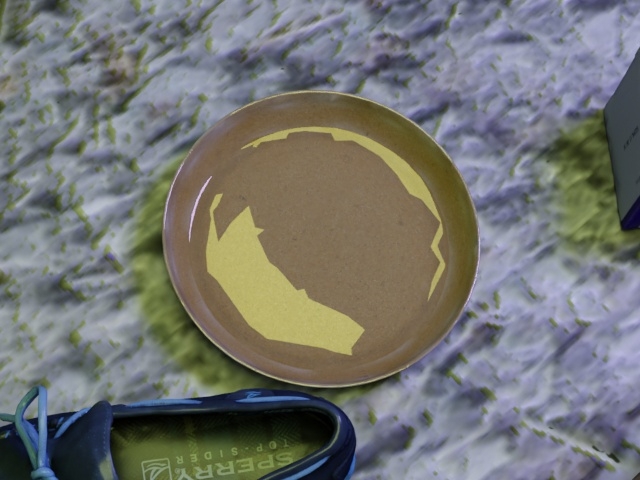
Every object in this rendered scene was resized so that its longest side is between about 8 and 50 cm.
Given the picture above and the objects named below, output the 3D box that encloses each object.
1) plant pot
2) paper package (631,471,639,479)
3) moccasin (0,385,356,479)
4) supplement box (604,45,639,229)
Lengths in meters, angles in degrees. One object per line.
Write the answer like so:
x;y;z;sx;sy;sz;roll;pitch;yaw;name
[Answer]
0.000;0.000;1.266;0.236;0.032;0.236;2;69;-6;plant pot
0.367;0.114;1.113;0.325;0.309;0.168;-39;76;-18;paper package
-0.145;0.149;1.142;0.342;0.117;0.138;-16;71;-13;moccasin
0.342;-0.082;1.296;0.220;0.111;0.114;-1;68;-8;supplement box
